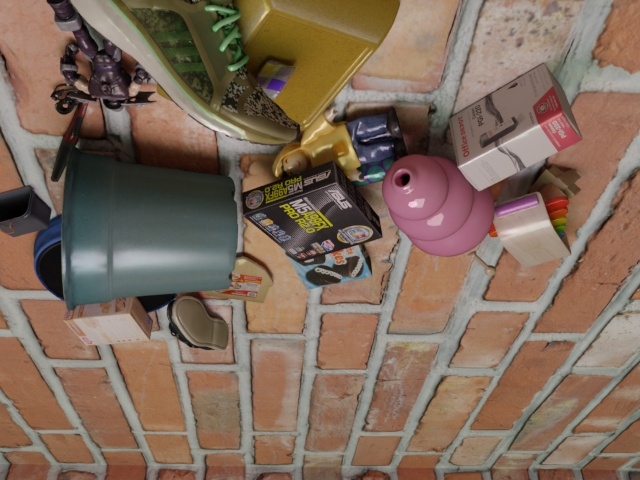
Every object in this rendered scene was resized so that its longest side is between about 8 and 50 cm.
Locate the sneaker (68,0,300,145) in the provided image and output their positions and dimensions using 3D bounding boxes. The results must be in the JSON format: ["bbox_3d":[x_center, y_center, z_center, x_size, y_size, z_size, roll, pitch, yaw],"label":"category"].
[{"bbox_3d":[-0.168,-0.300,0.903,0.410,0.158,0.182,39,113,-18],"label":"sneaker"}]

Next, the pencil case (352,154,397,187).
[{"bbox_3d":[0.097,-0.150,1.383,0.152,0.064,0.070,-9,177,12],"label":"pencil case"}]

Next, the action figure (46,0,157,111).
[{"bbox_3d":[-0.386,-0.336,1.123,0.186,0.099,0.285,-5,145,-6],"label":"action figure"}]

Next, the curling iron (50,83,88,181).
[{"bbox_3d":[-0.533,-0.220,1.308,0.068,0.035,0.274,18,137,-16],"label":"curling iron"}]

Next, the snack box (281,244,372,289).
[{"bbox_3d":[0.000,0.000,1.572,0.187,0.060,0.322,-13,140,14],"label":"snack box"}]

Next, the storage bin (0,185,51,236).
[{"bbox_3d":[-0.706,-0.054,1.473,0.135,0.098,0.091,-13,150,15],"label":"storage bin"}]

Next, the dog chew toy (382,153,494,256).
[{"bbox_3d":[0.235,-0.084,1.309,0.207,0.206,0.332,-22,157,24],"label":"dog chew toy"}]

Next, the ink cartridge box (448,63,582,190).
[{"bbox_3d":[0.371,-0.218,1.227,0.218,0.158,0.092,-30,130,30],"label":"ink cartridge box"}]

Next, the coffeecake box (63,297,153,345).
[{"bbox_3d":[-0.572,0.218,1.704,0.186,0.068,0.142,-6,141,7],"label":"coffeecake box"}]

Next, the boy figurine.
[{"bbox_3d":[0.029,-0.193,1.297,0.285,0.092,0.177,-13,120,9],"label":"boy figurine"}]

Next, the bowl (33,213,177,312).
[{"bbox_3d":[-0.547,0.074,1.641,0.392,0.077,0.391,0,142,0],"label":"bowl"}]

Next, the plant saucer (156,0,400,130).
[{"bbox_3d":[-0.063,-0.307,1.082,0.333,0.080,0.333,3,147,-40],"label":"plant saucer"}]

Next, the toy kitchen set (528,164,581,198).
[{"bbox_3d":[0.541,-0.122,1.429,0.068,0.083,0.075,-28,158,-37],"label":"toy kitchen set"}]

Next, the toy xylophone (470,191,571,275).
[{"bbox_3d":[0.478,-0.004,1.492,0.236,0.081,0.323,-16,155,17],"label":"toy xylophone"}]

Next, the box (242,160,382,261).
[{"bbox_3d":[-0.012,-0.053,1.369,0.216,0.060,0.270,-16,150,19],"label":"box"}]

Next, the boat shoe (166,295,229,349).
[{"bbox_3d":[-0.376,0.244,1.805,0.113,0.127,0.340,-3,162,15],"label":"boat shoe"}]

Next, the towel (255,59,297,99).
[{"bbox_3d":[-0.082,-0.266,1.045,0.060,0.009,0.083,1,147,-40],"label":"towel"}]

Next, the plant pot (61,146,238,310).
[{"bbox_3d":[-0.360,-0.021,1.355,0.335,0.341,0.341,1,142,-16],"label":"plant pot"}]

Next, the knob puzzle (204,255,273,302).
[{"bbox_3d":[-0.222,0.097,1.713,0.213,0.029,0.213,0,142,0],"label":"knob puzzle"}]
